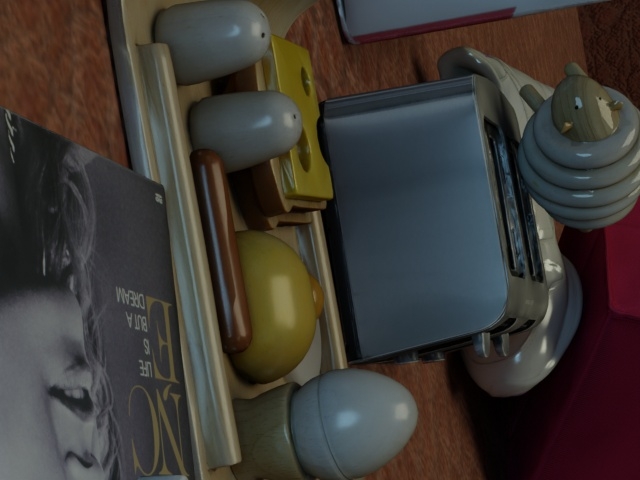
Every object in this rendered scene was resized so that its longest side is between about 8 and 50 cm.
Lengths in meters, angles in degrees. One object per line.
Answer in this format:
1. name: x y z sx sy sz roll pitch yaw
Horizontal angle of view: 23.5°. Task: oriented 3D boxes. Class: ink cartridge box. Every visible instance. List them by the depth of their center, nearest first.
1. ink cartridge box: 0.144 -0.235 1.152 0.306 0.226 0.131 -47 126 -72

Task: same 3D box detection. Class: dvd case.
1. dvd case: -0.081 0.072 0.540 0.164 0.018 0.221 28 53 -70

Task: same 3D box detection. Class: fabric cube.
1. fabric cube: 0.314 0.109 1.306 0.259 0.254 0.258 -78 -178 -55

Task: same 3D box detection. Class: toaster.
1. toaster: 0.068 -0.015 0.953 0.168 0.110 0.186 16 64 -74

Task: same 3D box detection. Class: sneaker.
1. sneaker: 0.129 -0.020 1.239 0.152 0.114 0.305 32 47 -38

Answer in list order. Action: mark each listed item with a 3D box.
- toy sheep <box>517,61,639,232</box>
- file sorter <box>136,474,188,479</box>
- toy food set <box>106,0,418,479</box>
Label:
1. toy sheep: 0.164 -0.052 0.957 0.132 0.091 0.091 69 18 -50
2. file sorter: 0.026 0.236 0.483 0.193 0.173 0.278 -65 145 -61
3. toy food set: 0.000 0.000 0.735 0.220 0.092 0.306 2 79 -74
